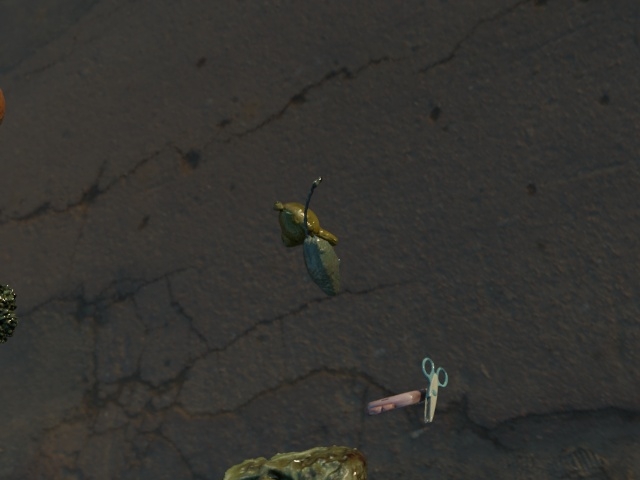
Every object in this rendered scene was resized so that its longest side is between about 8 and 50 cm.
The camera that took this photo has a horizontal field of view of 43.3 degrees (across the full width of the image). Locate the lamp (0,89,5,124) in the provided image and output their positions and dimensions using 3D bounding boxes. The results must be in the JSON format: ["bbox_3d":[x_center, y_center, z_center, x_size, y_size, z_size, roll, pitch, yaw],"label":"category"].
[{"bbox_3d":[-0.613,-0.234,1.383,0.136,0.136,0.136,-19,56,30],"label":"lamp"}]

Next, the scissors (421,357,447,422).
[{"bbox_3d":[0.181,0.245,1.303,0.014,0.058,0.119,-37,25,38],"label":"scissors"}]

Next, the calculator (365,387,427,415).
[{"bbox_3d":[0.132,0.270,1.353,0.103,0.166,0.024,-21,77,28],"label":"calculator"}]

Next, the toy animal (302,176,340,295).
[{"bbox_3d":[-0.007,-0.001,1.696,0.070,0.253,0.079,-10,14,11],"label":"toy animal"}]

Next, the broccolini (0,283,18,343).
[{"bbox_3d":[-0.230,-0.001,0.386,0.218,0.042,0.044,25,85,19],"label":"broccolini"}]

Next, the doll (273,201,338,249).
[{"bbox_3d":[-0.036,-0.010,1.818,0.137,0.209,0.097,28,78,31],"label":"doll"}]

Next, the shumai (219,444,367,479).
[{"bbox_3d":[-0.082,0.617,1.778,0.348,0.395,0.395,16,75,10],"label":"shumai"}]
